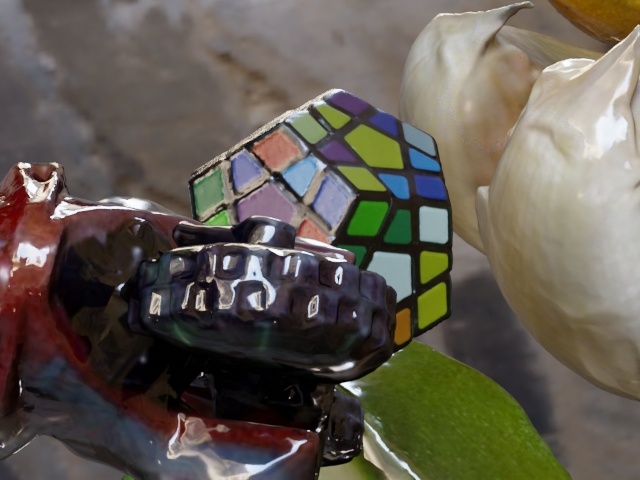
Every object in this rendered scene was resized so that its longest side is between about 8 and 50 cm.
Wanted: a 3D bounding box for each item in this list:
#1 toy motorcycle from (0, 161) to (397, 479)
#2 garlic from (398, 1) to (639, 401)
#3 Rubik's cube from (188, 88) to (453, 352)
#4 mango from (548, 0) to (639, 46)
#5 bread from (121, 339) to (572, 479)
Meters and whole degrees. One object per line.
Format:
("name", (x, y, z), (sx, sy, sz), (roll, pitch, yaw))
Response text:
("toy motorcycle", (-0.044, 0.036, 0.541), (0.213, 0.122, 0.082), (94, 10, -74))
("garlic", (0.179, -0.041, 1.183), (0.313, 0.249, 0.286), (-1, 61, -48))
("Rubik's cube", (0.000, 0.000, 0.851), (0.133, 0.111, 0.133), (174, -90, -89))
("mango", (0.257, -0.238, 1.431), (0.177, 0.295, 0.120), (50, -28, -9))
("bread", (0.024, 0.246, 1.217), (0.366, 0.129, 0.382), (41, -51, 31))
